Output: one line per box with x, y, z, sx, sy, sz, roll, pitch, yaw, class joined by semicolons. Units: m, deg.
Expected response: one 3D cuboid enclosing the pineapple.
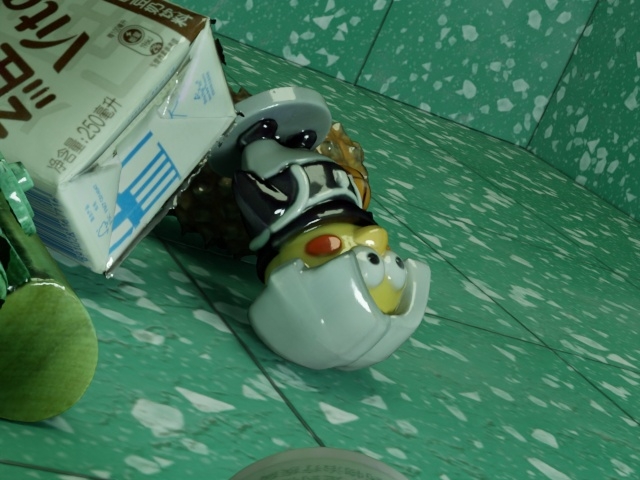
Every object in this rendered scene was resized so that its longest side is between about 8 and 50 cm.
-0.134;-0.087;1.352;0.361;0.175;0.175;21;13;-21;pineapple

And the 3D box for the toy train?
-0.249;-0.001;0.920;0.126;0.189;0.307;-24;32;-16;toy train

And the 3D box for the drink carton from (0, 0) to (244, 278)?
-0.253;-0.133;1.158;0.325;0.194;0.132;25;-28;24;drink carton

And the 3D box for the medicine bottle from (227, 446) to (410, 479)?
0.000;0.192;0.564;0.133;0.133;0.274;23;14;-6;medicine bottle

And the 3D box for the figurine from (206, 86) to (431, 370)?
0.000;0.000;1.210;0.176;0.133;0.236;8;51;-47;figurine
